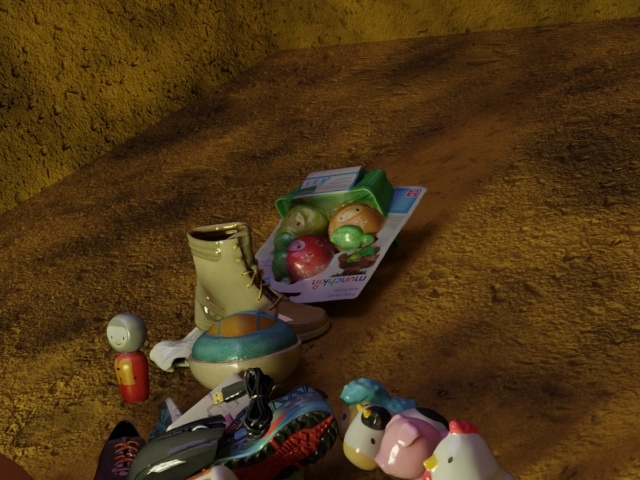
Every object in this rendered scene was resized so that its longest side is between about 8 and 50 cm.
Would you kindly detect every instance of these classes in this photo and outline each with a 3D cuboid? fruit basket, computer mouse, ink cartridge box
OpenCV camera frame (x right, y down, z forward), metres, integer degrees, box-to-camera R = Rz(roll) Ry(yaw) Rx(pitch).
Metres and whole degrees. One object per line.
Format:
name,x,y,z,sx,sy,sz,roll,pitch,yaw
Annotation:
fruit basket,0.000,0.000,2.556,0.327,0.165,0.353,-5,29,36
computer mouse,-0.180,0.266,1.891,0.262,0.060,0.184,-32,19,16
ink cartridge box,-0.164,0.284,2.055,0.198,0.067,0.115,-37,-16,-43

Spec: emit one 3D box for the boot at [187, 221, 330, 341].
boot,-0.113,0.073,2.380,0.262,0.203,0.095,7,26,22

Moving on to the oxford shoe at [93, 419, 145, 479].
oxford shoe,-0.303,0.351,2.000,0.097,0.098,0.271,1,12,-11

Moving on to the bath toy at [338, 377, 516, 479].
bath toy,0.128,0.269,1.738,0.151,0.129,0.348,-17,12,-17

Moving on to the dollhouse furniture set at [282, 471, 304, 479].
dollhouse furniture set,-0.098,0.336,1.958,0.152,0.058,0.076,-15,22,15

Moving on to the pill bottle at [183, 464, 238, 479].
pill bottle,-0.203,0.398,1.794,0.216,0.121,0.121,-25,20,7

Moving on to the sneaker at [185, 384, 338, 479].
sneaker,-0.094,0.299,1.911,0.262,0.104,0.125,-29,28,6

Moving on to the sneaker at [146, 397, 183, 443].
sneaker,-0.253,0.312,2.166,0.076,0.065,0.166,-28,20,-8

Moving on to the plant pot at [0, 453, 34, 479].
plant pot,-0.502,0.418,1.813,0.291,0.291,0.203,-15,21,15

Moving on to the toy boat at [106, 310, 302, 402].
toy boat,-0.190,0.177,2.203,0.318,0.148,0.267,-7,5,-3

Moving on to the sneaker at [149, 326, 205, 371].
sneaker,-0.235,0.201,2.450,0.152,0.053,0.061,-25,45,-23
